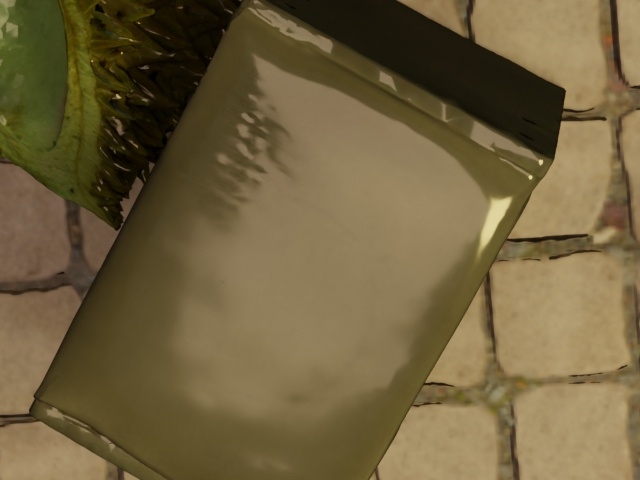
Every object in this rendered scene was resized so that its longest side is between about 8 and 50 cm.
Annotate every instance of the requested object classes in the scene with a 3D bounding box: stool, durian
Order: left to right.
[{"bbox_3d":[-0.157,-0.209,1.026,0.198,0.163,0.394,-32,90,46],"label":"durian"},{"bbox_3d":[0.000,0.000,1.035,0.170,0.269,0.243,30,104,2],"label":"stool"}]
